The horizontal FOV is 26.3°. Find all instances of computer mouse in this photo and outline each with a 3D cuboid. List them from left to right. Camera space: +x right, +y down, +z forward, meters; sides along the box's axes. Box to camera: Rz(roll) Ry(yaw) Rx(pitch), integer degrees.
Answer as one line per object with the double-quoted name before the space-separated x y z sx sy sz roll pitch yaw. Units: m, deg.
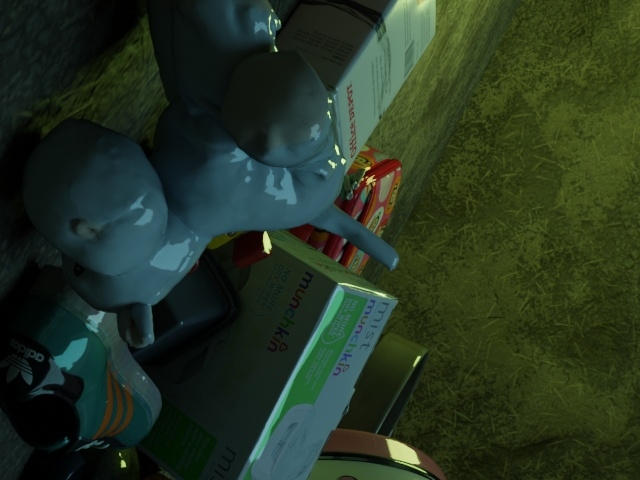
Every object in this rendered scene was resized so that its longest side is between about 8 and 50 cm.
"computer mouse" -0.319 0.309 1.412 0.242 0.041 0.071 -57 173 5

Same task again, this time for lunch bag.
"lunch bag" 0.000 0.000 2.031 0.293 0.120 0.258 -67 166 21

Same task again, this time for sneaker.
"sneaker" -0.225 0.137 1.215 0.121 0.108 0.302 -58 162 -23

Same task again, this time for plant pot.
"plant pot" -0.045 0.225 1.883 0.323 0.280 0.323 -60 171 -15

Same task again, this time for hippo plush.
"hippo plush" -0.118 -0.067 1.060 0.236 0.234 0.294 -31 151 -3

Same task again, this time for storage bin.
"storage bin" -0.164 0.068 1.337 0.135 0.098 0.091 -32 174 26

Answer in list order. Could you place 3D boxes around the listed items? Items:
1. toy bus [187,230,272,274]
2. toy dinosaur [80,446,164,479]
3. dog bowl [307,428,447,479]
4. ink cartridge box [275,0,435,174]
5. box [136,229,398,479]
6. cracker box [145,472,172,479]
"toy bus" -0.112 -0.053 1.255 0.104 0.191 0.202 56 48 -29
"toy dinosaur" -0.248 0.275 1.534 0.313 0.121 0.160 -9 115 -73
"dog bowl" -0.009 0.366 1.611 0.408 0.408 0.150 107 -17 -50
"ink cartridge box" 0.036 -0.219 1.551 0.237 0.100 0.172 -58 161 -25
"box" -0.085 0.118 1.425 0.126 0.231 0.262 18 102 -54
"cracker box" -0.286 0.409 1.755 0.232 0.067 0.156 -63 170 9
